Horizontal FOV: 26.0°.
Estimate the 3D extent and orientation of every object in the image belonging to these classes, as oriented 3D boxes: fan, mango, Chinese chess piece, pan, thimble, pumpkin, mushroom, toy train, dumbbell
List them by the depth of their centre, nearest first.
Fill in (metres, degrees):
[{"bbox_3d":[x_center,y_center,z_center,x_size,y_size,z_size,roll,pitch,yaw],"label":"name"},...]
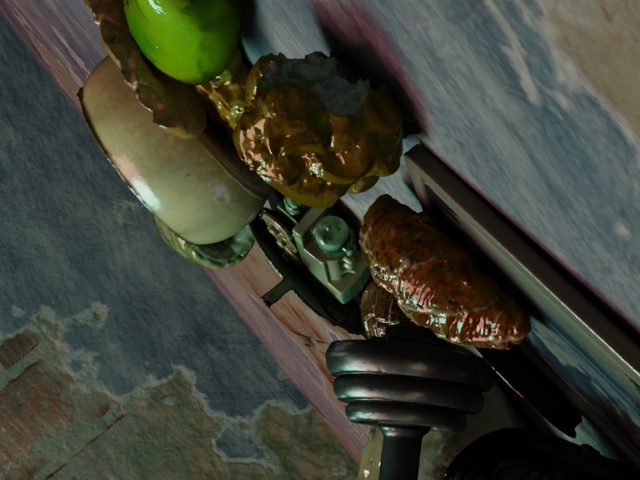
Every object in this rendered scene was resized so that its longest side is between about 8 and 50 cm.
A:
[{"bbox_3d":[0.220,0.264,1.267,0.233,0.163,0.233,15,178,0],"label":"pumpkin"},{"bbox_3d":[-0.135,-0.227,1.324,0.125,0.111,0.233,41,174,14],"label":"mango"},{"bbox_3d":[0.176,0.111,1.349,0.136,0.028,0.235,38,-176,-35],"label":"pan"},{"bbox_3d":[0.077,0.268,1.409,0.179,0.406,0.179,6,171,1],"label":"dumbbell"},{"bbox_3d":[0.097,0.095,1.547,0.126,0.085,0.109,39,166,20],"label":"mushroom"},{"bbox_3d":[0.000,0.000,1.680,0.125,0.081,0.194,39,169,16],"label":"toy train"},{"bbox_3d":[-0.178,-0.120,1.708,0.270,0.112,0.270,51,-169,-13],"label":"Chinese chess piece"},{"bbox_3d":[-0.012,0.061,1.771,0.223,0.012,0.294,41,-164,-26],"label":"fan"},{"bbox_3d":[-0.191,-0.051,2.188,0.143,0.137,0.190,30,146,65],"label":"thimble"}]

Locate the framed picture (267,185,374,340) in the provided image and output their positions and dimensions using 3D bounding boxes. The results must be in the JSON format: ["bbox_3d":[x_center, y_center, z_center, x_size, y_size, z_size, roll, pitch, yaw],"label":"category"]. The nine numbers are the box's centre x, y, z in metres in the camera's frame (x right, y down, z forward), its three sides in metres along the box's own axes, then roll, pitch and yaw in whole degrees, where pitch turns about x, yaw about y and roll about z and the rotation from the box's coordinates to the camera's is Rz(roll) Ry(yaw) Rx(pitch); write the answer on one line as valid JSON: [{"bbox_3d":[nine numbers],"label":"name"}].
[{"bbox_3d":[0.017,0.045,1.959,0.255,0.014,0.339,46,170,21],"label":"framed picture"}]

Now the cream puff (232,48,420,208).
[{"bbox_3d":[-0.009,-0.093,1.169,0.156,0.156,0.121,41,136,46],"label":"cream puff"}]

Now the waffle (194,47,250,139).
[{"bbox_3d":[-0.118,-0.186,1.570,0.253,0.056,0.249,55,172,-15],"label":"waffle"}]

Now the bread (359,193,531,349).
[{"bbox_3d":[0.095,0.032,1.233,0.233,0.076,0.105,41,168,45],"label":"bread"}]

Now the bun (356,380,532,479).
[{"bbox_3d":[0.154,0.276,1.613,0.281,0.205,0.281,48,168,13],"label":"bun"}]

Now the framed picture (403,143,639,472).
[{"bbox_3d":[0.195,0.072,1.190,0.315,0.024,0.232,45,169,33],"label":"framed picture"}]

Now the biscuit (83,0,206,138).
[{"bbox_3d":[-0.182,-0.189,1.444,0.224,0.033,0.144,59,-167,17],"label":"biscuit"}]
